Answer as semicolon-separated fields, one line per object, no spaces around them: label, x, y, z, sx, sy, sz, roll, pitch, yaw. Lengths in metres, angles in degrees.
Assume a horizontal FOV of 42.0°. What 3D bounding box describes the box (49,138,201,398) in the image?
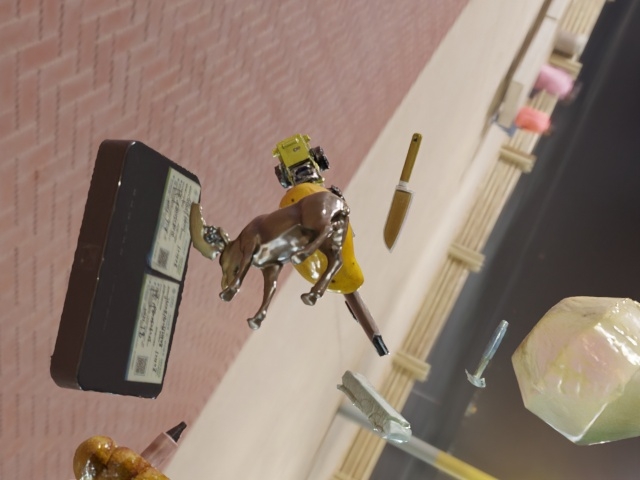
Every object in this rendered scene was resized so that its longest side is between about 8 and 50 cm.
box;-0.269;0.046;1.198;0.211;0.058;0.350;35;62;-64

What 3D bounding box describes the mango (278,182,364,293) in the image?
mango;-0.001;-0.001;1.789;0.157;0.262;0.109;-28;173;7

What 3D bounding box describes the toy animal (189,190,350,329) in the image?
toy animal;-0.058;0.005;0.882;0.094;0.214;0.186;47;31;-35

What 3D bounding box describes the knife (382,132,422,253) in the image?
knife;0.173;-0.098;1.722;0.022;0.046;0.256;15;91;-66

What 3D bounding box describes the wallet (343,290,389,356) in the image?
wallet;0.083;0.150;2.115;0.042;0.309;0.165;-27;150;-5

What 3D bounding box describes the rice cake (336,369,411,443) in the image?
rice cake;0.123;0.386;1.956;0.063;0.066;0.336;-66;-160;2

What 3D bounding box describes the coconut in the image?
coconut;0.455;0.214;1.369;0.259;0.259;0.259;-59;165;-25

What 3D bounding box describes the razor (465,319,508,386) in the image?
razor;0.328;0.215;1.621;0.135;0.040;0.068;-59;158;-13

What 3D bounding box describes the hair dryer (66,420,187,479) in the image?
hair dryer;-0.428;0.526;1.848;0.344;0.189;0.106;-45;140;-16

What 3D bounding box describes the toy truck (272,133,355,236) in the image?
toy truck;-0.022;-0.118;1.970;0.136;0.286;0.111;-25;161;2

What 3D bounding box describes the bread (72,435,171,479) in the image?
bread;-0.343;0.509;1.671;0.124;0.344;0.084;-50;-171;26
